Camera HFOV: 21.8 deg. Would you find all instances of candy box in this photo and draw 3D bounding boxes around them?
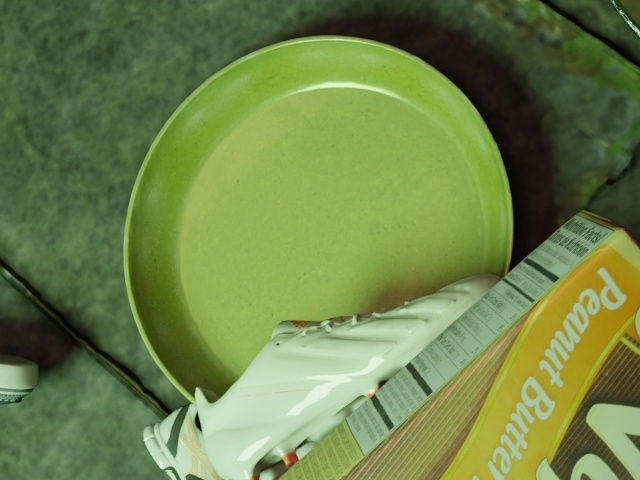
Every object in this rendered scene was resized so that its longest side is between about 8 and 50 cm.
[{"bbox_3d":[0.081,0.158,0.831,0.316,0.087,0.183,-42,100,0],"label":"candy box"}]

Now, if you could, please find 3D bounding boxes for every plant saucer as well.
[{"bbox_3d":[0.000,0.000,0.978,0.241,0.037,0.241,-4,78,19],"label":"plant saucer"}]

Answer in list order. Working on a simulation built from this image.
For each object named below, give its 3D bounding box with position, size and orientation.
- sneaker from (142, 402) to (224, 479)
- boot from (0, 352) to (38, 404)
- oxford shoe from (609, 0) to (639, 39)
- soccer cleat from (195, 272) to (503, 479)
[{"bbox_3d":[-0.061,0.141,0.972,0.044,0.040,0.109,-39,70,7],"label":"sneaker"},{"bbox_3d":[-0.259,0.110,1.043,0.190,0.069,0.086,2,87,29],"label":"boot"},{"bbox_3d":[0.237,-0.113,0.881,0.227,0.096,0.083,39,96,24],"label":"oxford shoe"},{"bbox_3d":[0.013,0.064,0.907,0.196,0.068,0.076,-34,68,14],"label":"soccer cleat"}]
